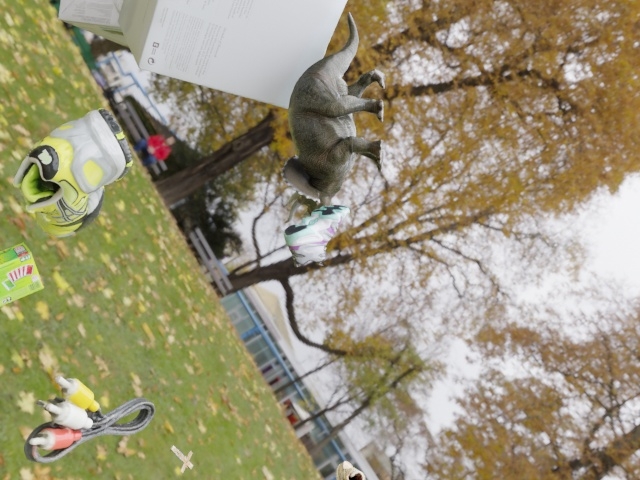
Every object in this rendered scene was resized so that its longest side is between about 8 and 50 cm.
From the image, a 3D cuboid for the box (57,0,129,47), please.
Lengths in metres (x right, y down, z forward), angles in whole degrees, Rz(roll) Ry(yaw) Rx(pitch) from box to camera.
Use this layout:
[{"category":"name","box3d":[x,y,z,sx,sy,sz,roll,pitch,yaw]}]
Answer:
[{"category":"box","box3d":[-0.373,-0.452,1.298,0.290,0.169,0.087,-10,111,-72]}]

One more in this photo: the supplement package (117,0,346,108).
[{"category":"supplement package","box3d":[-0.139,-0.353,0.950,0.199,0.262,0.198,-63,-143,26]}]

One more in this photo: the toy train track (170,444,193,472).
[{"category":"toy train track","box3d":[-0.304,0.471,1.356,0.014,0.048,0.083,-4,-48,30]}]

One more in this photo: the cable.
[{"category":"cable","box3d":[-0.373,0.313,1.041,0.072,0.140,0.287,14,-16,29]}]

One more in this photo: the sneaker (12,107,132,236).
[{"category":"sneaker","box3d":[-0.458,-0.102,1.075,0.145,0.147,0.384,59,-38,3]}]

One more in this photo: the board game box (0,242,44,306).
[{"category":"board game box","box3d":[-0.630,0.085,1.177,0.043,0.181,0.092,36,-40,38]}]

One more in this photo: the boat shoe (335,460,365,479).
[{"category":"boat shoe","box3d":[0.078,0.558,1.442,0.063,0.059,0.170,32,8,-13]}]

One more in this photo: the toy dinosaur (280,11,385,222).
[{"category":"toy dinosaur","box3d":[0.013,-0.174,0.911,0.121,0.160,0.314,-56,146,-76]}]

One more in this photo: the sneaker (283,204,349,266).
[{"category":"sneaker","box3d":[0.000,0.000,0.789,0.038,0.098,0.069,26,-44,51]}]
